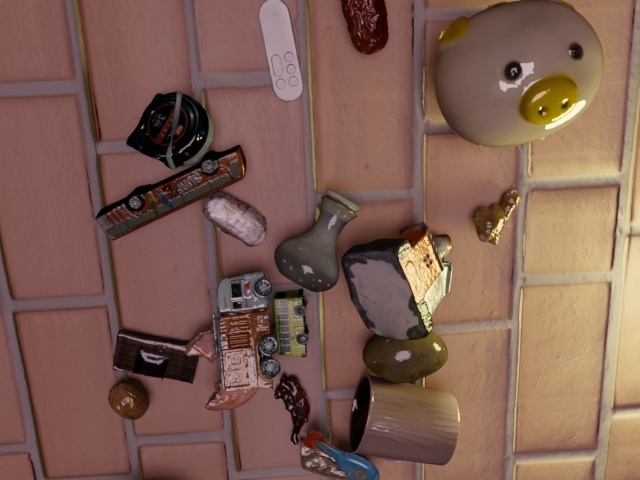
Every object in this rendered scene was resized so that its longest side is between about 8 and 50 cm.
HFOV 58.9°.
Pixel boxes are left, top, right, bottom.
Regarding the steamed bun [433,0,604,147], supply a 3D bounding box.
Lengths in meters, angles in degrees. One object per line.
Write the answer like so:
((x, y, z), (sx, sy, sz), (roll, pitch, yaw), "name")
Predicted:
((0.451, -0.384, 1.313), (0.373, 0.334, 0.334), (-18, 104, -3), "steamed bun")

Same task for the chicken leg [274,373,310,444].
((-0.075, 0.484, 1.643), (0.089, 0.048, 0.219), (-17, 104, 5), "chicken leg")

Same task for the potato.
((0.232, 0.307, 1.550), (0.235, 0.178, 0.160), (4, 84, -11), "potato")

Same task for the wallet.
((-0.460, 0.328, 1.592), (0.230, 0.042, 0.125), (12, 102, -9), "wallet")

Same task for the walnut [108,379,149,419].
((-0.535, 0.448, 1.592), (0.105, 0.105, 0.124), (-31, 118, 6), "walnut")

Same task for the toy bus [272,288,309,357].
((-0.081, 0.229, 1.560), (0.101, 0.088, 0.175), (-3, 102, 0), "toy bus")

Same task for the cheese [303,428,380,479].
((0.064, 0.622, 1.623), (0.256, 0.037, 0.106), (34, 126, -4), "cheese")

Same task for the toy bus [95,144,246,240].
((-0.377, -0.128, 1.456), (0.408, 0.093, 0.092), (-24, 112, 5), "toy bus")

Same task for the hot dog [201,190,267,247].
((-0.227, -0.058, 1.496), (0.192, 0.053, 0.099), (32, 90, -16), "hot dog")

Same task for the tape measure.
((-0.357, -0.269, 1.395), (0.181, 0.107, 0.182), (30, 88, 16), "tape measure")

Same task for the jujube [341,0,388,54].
((0.110, -0.539, 1.359), (0.109, 0.112, 0.176), (-6, 110, 33), "jujube")

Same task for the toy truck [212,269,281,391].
((-0.200, 0.236, 1.483), (0.162, 0.136, 0.306), (-5, 84, -13), "toy truck")

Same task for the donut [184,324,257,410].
((-0.255, 0.339, 1.559), (0.199, 0.085, 0.233), (-18, 88, -19), "donut")

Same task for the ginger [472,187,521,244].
((0.464, -0.072, 1.518), (0.096, 0.067, 0.165), (29, 88, -9), "ginger")

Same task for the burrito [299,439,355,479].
((0.032, 0.663, 1.685), (0.225, 0.060, 0.087), (18, 98, -5), "burrito")

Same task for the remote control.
((-0.098, -0.472, 1.414), (0.077, 0.022, 0.245), (-11, 105, -1), "remote control")

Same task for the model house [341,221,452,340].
((0.234, 0.072, 1.490), (0.301, 0.190, 0.272), (-40, 114, -38), "model house")

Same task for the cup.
((0.218, 0.531, 1.585), (0.273, 0.208, 0.289), (11, 102, -6), "cup")

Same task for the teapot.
((0.000, 0.000, 1.471), (0.183, 0.183, 0.251), (29, 89, -9), "teapot")
